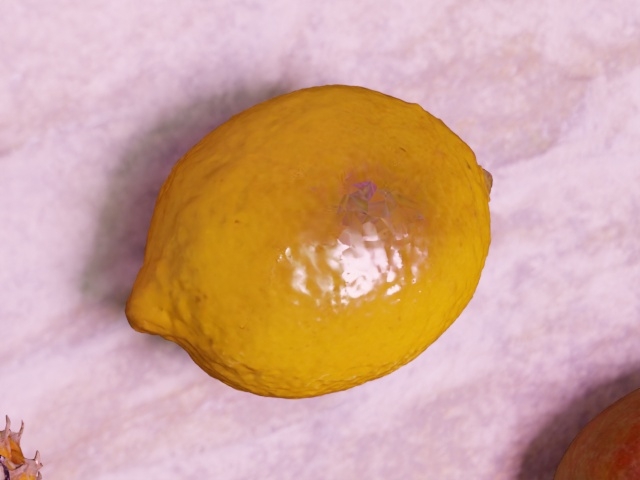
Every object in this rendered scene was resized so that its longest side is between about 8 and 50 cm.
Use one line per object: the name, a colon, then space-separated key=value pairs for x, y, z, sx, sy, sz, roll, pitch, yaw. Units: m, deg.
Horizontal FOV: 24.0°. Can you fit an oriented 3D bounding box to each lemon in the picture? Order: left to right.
lemon: x=0.000 y=0.000 z=0.923 sx=0.257 sy=0.188 sz=0.188 roll=-24 pitch=108 yaw=-21

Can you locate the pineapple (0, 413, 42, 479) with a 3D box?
pineapple: x=-0.224 y=0.174 z=0.875 sx=0.161 sy=0.137 sz=0.176 roll=34 pitch=85 yaw=16

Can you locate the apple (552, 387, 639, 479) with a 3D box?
apple: x=0.292 y=0.215 z=1.069 sx=0.234 sy=0.257 sz=0.256 roll=-2 pitch=99 yaw=-37
